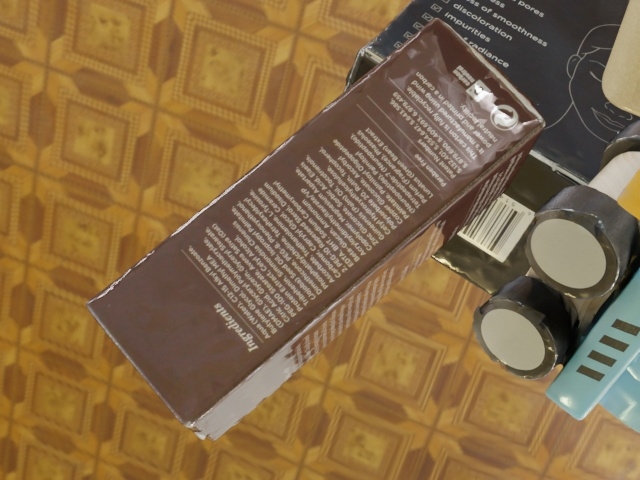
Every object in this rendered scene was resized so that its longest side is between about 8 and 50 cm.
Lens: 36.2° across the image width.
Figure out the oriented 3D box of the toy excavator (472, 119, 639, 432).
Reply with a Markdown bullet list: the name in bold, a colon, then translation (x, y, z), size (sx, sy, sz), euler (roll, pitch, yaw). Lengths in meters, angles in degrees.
- **toy excavator**: translation (0.401, 0.159, 1.077), size (0.445, 0.222, 0.432), euler (39, 139, 18)

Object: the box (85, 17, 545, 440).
- **box**: translation (0.000, 0.000, 0.862), size (0.381, 0.191, 0.143), euler (-41, 79, -11)

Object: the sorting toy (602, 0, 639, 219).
- **sorting toy**: translation (0.263, -0.114, 0.544), size (0.196, 0.047, 0.347), euler (30, 135, 23)

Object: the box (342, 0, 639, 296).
- **box**: translation (0.327, -0.182, 1.472), size (0.480, 0.471, 0.297), euler (33, 142, 9)
